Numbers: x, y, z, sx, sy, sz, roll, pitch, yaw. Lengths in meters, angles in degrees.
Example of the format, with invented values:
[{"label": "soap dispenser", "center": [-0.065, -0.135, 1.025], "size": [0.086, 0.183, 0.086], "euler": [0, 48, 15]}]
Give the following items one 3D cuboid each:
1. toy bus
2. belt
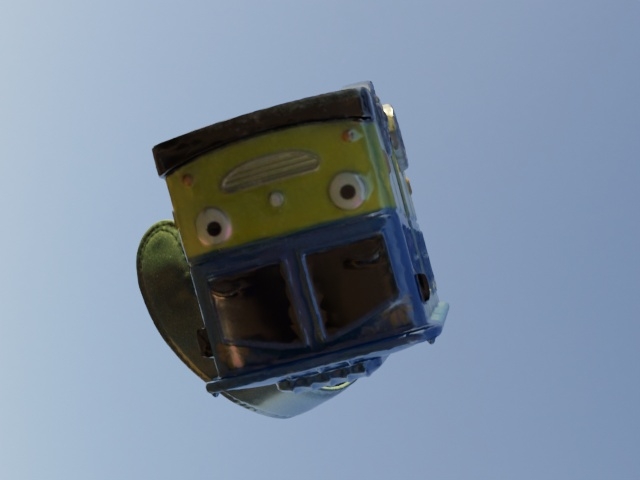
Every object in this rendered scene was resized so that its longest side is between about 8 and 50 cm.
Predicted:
[{"label": "toy bus", "center": [0.000, 0.000, 0.735], "size": [0.288, 0.138, 0.175], "euler": [0, 76, -82]}, {"label": "belt", "center": [-0.065, 0.060, 1.115], "size": [0.116, 0.267, 0.206], "euler": [-35, -152, 39]}]
